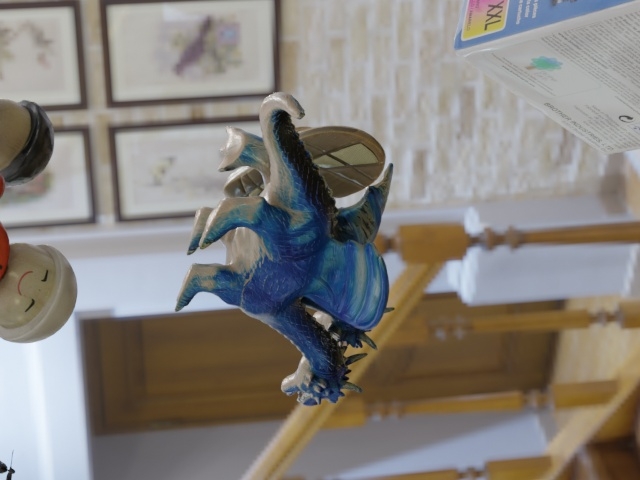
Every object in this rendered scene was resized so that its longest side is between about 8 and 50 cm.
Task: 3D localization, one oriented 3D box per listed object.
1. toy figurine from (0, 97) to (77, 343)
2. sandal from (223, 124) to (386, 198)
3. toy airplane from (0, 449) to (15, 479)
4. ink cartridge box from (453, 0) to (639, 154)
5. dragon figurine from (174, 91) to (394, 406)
[{"bbox_3d":[-0.259,0.001,0.809,0.148,0.209,0.213,35,-156,-44],"label":"toy figurine"},{"bbox_3d":[-0.016,-0.067,1.167,0.180,0.072,0.049,-19,37,47],"label":"sandal"},{"bbox_3d":[-0.383,0.220,1.400,0.028,0.151,0.151,-26,-65,-71],"label":"toy airplane"},{"bbox_3d":[0.370,-0.222,1.307,0.395,0.270,0.151,-7,64,48],"label":"ink cartridge box"},{"bbox_3d":[0.000,0.000,0.806,0.289,0.144,0.085,116,165,-51],"label":"dragon figurine"}]
